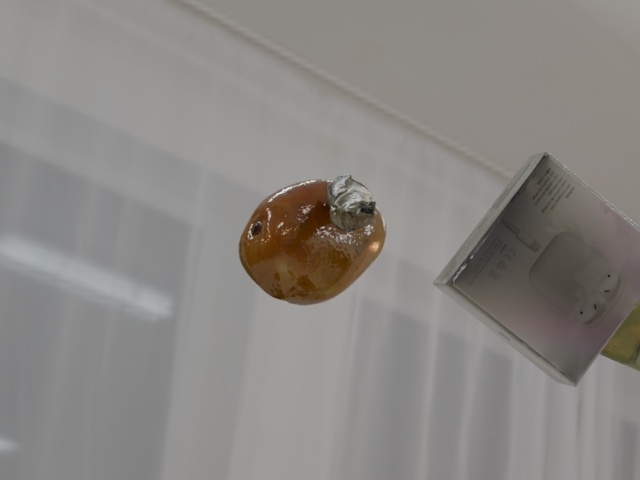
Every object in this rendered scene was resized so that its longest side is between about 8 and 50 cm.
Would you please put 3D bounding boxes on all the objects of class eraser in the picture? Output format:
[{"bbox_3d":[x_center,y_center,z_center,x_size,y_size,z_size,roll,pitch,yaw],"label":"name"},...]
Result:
[{"bbox_3d":[0.404,0.105,1.600,0.058,0.117,0.172,30,5,42],"label":"eraser"}]

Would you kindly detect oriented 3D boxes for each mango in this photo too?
[{"bbox_3d":[0.004,-0.003,1.606,0.217,0.141,0.102,-10,-22,-47],"label":"mango"}]

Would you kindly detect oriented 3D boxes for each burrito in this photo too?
[{"bbox_3d":[0.033,-0.041,1.485,0.051,0.042,0.171,3,15,-2],"label":"burrito"}]

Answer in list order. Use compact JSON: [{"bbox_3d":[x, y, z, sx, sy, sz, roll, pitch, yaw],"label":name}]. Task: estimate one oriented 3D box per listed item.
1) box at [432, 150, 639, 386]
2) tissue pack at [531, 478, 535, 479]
[{"bbox_3d":[0.180,0.022,1.054,0.129,0.130,0.051,38,-5,-6],"label":"box"},{"bbox_3d":[0.289,0.376,1.836,0.023,0.056,0.108,34,-22,56],"label":"tissue pack"}]
